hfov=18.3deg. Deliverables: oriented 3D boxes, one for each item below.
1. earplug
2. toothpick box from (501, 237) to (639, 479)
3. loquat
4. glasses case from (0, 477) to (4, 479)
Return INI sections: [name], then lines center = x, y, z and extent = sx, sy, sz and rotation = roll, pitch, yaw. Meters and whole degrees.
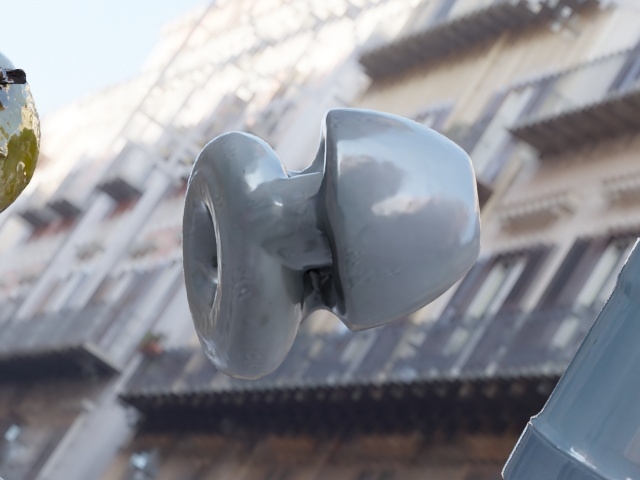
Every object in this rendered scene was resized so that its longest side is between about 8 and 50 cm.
[earplug]
center = -0.009, -0.001, 1.679
extent = 0.325, 0.214, 0.175
rotation = -19, -16, 41
[toothpick box]
center = 0.180, 0.089, 1.093
extent = 0.101, 0.153, 0.101
rotation = 30, 7, -4
[loquat]
center = -0.295, -0.081, 1.454
extent = 0.172, 0.149, 0.204
rotation = 15, -16, -37
[glasses case]
center = -0.199, 0.216, 1.337
extent = 0.218, 0.049, 0.075
rotation = 22, -39, 54
